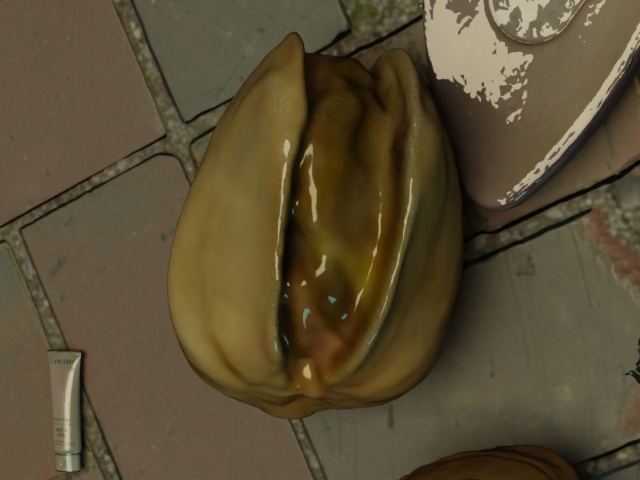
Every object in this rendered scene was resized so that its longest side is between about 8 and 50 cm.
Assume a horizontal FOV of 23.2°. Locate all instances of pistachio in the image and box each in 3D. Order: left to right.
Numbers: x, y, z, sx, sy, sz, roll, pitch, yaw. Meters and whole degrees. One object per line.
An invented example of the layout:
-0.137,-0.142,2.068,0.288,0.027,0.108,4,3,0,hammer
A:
0.000,0.000,1.200,0.229,0.238,0.321,4,122,-13,pistachio

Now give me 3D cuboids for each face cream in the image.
-0.236,0.157,1.444,0.038,0.020,0.115,0,93,27,face cream

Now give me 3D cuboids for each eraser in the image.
0.161,-0.143,1.196,0.204,0.059,0.243,17,99,23,eraser

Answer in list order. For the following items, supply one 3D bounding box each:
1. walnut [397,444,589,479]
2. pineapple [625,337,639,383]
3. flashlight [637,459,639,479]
0.125,0.256,1.188,0.213,0.213,0.213,3,97,26,walnut
0.301,0.071,1.110,0.198,0.108,0.108,-23,85,46,pineapple
0.288,0.248,1.170,0.093,0.047,0.200,-29,78,59,flashlight
